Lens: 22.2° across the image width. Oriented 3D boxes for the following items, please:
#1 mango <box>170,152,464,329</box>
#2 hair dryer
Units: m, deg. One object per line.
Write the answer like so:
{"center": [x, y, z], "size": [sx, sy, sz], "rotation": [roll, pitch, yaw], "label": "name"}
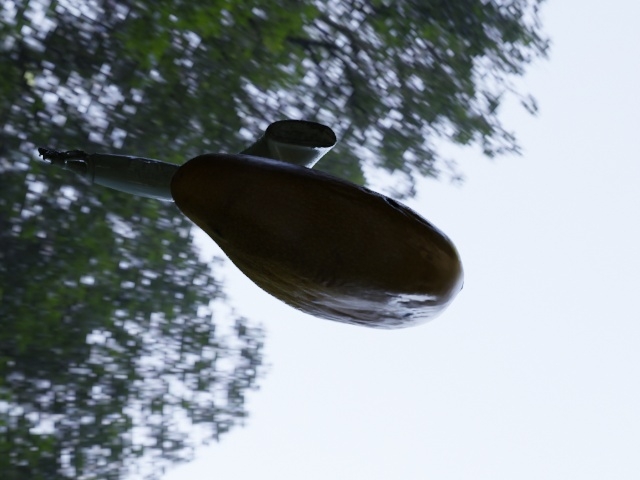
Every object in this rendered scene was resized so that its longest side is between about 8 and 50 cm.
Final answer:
{"center": [0.000, 0.005, 1.341], "size": [0.262, 0.157, 0.109], "rotation": [18, -101, -21], "label": "mango"}
{"center": [-0.128, -0.068, 1.436], "size": [0.237, 0.206, 0.075], "rotation": [7, -111, -17], "label": "hair dryer"}
